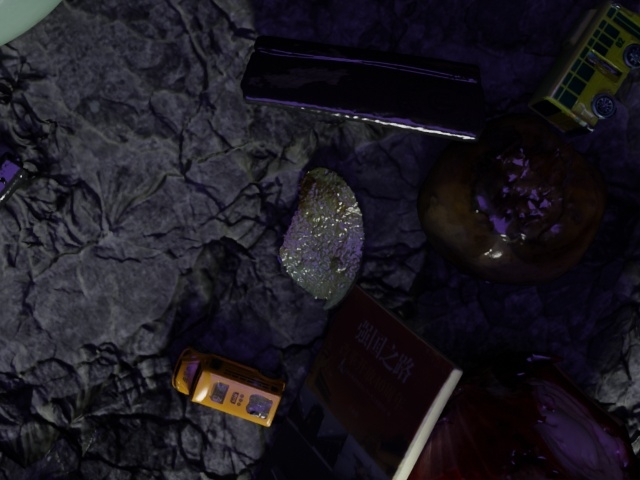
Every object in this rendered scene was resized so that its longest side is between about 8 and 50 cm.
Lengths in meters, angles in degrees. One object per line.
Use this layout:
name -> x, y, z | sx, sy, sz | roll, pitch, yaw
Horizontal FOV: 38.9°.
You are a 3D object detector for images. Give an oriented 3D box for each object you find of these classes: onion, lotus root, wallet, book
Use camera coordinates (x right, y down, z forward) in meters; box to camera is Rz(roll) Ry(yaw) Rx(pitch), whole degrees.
onion -> 0.256, 0.321, 1.216 | 0.341, 0.341, 0.341 | 0, 100, 1
lotus root -> 0.271, -0.049, 1.237 | 0.272, 0.192, 0.272 | 0, 92, 3
wallet -> 0.061, -0.214, 1.216 | 0.321, 0.170, 0.044 | 10, 133, -1
book -> 0.034, 0.276, 1.263 | 0.028, 0.262, 0.373 | 19, 101, -34

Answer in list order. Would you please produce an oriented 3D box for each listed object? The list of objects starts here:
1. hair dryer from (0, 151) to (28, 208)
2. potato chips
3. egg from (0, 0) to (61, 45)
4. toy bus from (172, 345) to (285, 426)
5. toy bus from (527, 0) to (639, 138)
hair dryer -> -0.520, -0.029, 1.308 | 0.197, 0.089, 0.251 | 43, 89, -4
potato chips -> 0.000, 0.000, 1.318 | 0.142, 0.026, 0.209 | -18, 98, 11
egg -> -0.465, -0.376, 1.138 | 0.389, 0.276, 0.276 | -31, 98, 6
toy bus -> -0.138, 0.216, 1.334 | 0.162, 0.074, 0.069 | 20, 101, -3
toy bus -> 0.367, -0.234, 1.225 | 0.101, 0.088, 0.175 | 34, 85, -6
